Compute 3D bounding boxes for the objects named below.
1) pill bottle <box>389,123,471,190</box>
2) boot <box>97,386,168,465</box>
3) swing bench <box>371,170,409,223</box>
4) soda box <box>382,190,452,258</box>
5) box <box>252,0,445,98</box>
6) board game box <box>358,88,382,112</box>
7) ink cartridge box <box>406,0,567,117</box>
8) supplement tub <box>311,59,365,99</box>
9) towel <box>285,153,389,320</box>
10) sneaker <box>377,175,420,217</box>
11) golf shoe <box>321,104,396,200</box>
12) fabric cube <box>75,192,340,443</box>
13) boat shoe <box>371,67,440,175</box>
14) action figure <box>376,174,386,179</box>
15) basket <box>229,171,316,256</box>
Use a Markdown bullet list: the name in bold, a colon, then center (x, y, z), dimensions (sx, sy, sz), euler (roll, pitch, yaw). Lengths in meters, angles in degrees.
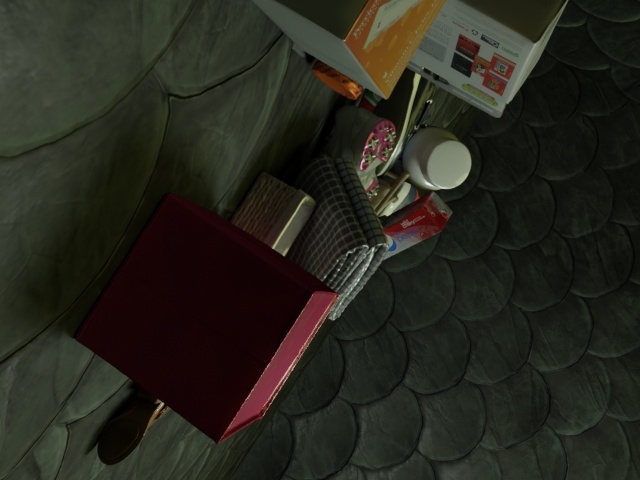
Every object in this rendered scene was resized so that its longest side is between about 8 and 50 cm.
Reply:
- **pill bottle**: center (0.275, -0.226, 1.930), dimensions (0.169, 0.169, 0.301), euler (-58, -157, 3)
- **boot**: center (-0.348, 0.348, 1.425), dimensions (0.197, 0.073, 0.152), euler (-54, 173, -5)
- **swing bench**: center (0.075, -0.062, 1.861), dimensions (0.253, 0.165, 0.255), euler (-49, 166, -42)
- **soda box**: center (0.225, -0.033, 1.953), dimensions (0.263, 0.083, 0.092), euler (-31, -165, 47)
- **box**: center (0.051, -0.348, 0.953), dimensions (0.215, 0.168, 0.345), euler (-59, 169, 8)
- **board game box**: center (0.166, -0.339, 1.742), dimensions (0.242, 0.064, 0.317), euler (-44, 162, -50)
- **ink cartridge box**: center (0.253, -0.400, 1.316), dimensions (0.130, 0.309, 0.272), euler (-54, 169, -15)
- **supplement tub**: center (0.073, -0.339, 1.205), dimensions (0.190, 0.117, 0.117), euler (-58, 169, 2)
- **towel**: center (0.000, 0.000, 1.475), dimensions (0.121, 0.235, 0.284), euler (-2, 144, -34)
- **sneaker**: center (0.162, -0.037, 2.158), dimensions (0.350, 0.131, 0.148), euler (-43, 135, 12)
- **golf shoe**: center (0.058, -0.152, 1.565), dimensions (0.115, 0.140, 0.306), euler (-20, 141, -45)
- **fabric cube**: center (-0.158, 0.116, 1.110), dimensions (0.259, 0.258, 0.254), euler (-57, 170, 0)
- **boat shoe**: center (0.192, -0.291, 1.554), dimensions (0.113, 0.127, 0.340), euler (-3, 120, -31)
- **action figure**: center (0.219, -0.248, 2.228), dimensions (0.232, 0.063, 0.137), euler (-59, 171, -10)
- **basket**: center (-0.099, -0.034, 1.348), dimensions (0.167, 0.103, 0.113), euler (-58, 169, 0)
